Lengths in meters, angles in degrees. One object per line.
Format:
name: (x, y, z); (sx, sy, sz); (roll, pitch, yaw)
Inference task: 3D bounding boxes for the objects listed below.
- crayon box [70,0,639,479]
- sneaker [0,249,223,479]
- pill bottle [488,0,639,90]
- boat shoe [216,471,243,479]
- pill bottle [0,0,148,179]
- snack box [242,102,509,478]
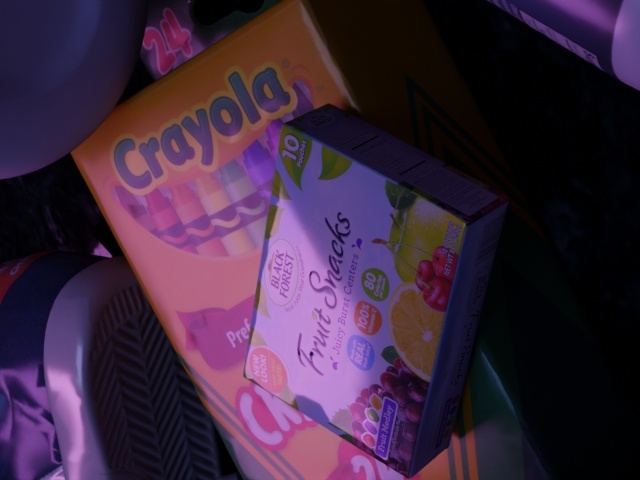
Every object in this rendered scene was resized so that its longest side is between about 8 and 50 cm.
crayon box: (0.000, 0.000, 0.860); (0.202, 0.081, 0.319); (-26, 93, 46)
sneaker: (-0.139, 0.167, 1.047); (0.148, 0.131, 0.350); (13, 112, 40)
pill bottle: (0.109, -0.113, 0.586); (0.180, 0.108, 0.108); (35, 130, 23)
boat shoe: (-0.050, 0.195, 0.973); (0.184, 0.063, 0.066); (81, 166, -57)
pill bottle: (-0.245, -0.132, 0.918); (0.323, 0.181, 0.182); (11, 119, 51)
snack box: (0.021, 0.023, 0.768); (0.100, 0.037, 0.141); (30, 128, 28)
